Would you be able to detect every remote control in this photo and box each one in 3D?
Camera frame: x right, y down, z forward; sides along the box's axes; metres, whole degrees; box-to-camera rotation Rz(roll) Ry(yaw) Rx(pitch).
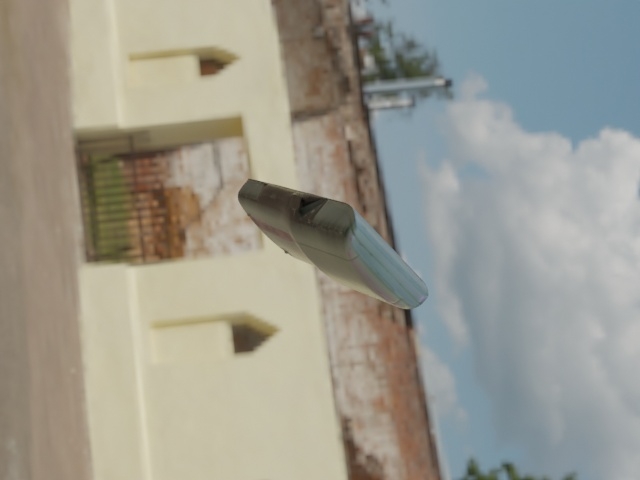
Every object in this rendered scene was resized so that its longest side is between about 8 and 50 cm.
[{"bbox_3d":[0.000,0.000,0.766,0.065,0.029,0.166,44,-11,-24],"label":"remote control"}]
